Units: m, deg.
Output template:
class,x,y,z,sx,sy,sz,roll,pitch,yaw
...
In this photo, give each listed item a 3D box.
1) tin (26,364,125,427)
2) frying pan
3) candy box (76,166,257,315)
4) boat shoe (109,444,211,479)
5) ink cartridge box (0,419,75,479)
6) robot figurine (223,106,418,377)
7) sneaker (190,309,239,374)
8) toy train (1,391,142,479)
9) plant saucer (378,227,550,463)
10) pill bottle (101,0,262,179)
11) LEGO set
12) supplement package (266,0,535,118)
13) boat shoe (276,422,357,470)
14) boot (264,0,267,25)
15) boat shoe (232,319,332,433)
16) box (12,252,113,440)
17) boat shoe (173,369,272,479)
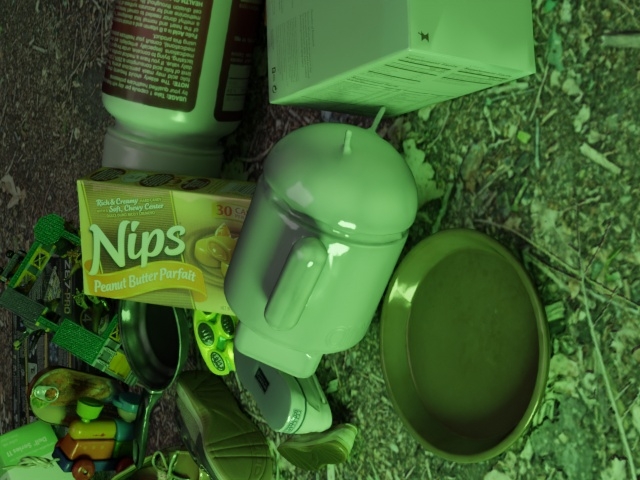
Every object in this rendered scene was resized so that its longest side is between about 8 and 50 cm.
class,x,y,z,sx,sy,sz,roll,pitch,yaw
tin,-0.451,0.294,1.936,0.040,0.189,0.106,10,81,55
frying pan,-0.258,0.208,1.683,0.197,0.053,0.326,-10,89,52
candy box,-0.195,0.002,1.534,0.316,0.087,0.183,7,110,17
boat shoe,-0.262,0.405,1.763,0.285,0.089,0.105,-33,62,47
ink cartridge box,-0.529,0.544,2.004,0.353,0.119,0.207,61,141,12
robot figurine,0.000,0.000,1.327,0.300,0.199,0.353,-67,-1,-63
sneaker,-0.170,0.070,1.670,0.123,0.109,0.296,118,139,-69
toy train,-0.430,0.343,1.861,0.105,0.248,0.143,29,107,50
plant saucer,0.172,0.123,1.247,0.278,0.041,0.278,-4,85,53
pill bottle,-0.217,-0.289,1.627,0.224,0.224,0.392,27,109,50
LEGO set,-0.405,0.114,1.898,0.331,0.192,0.255,16,75,23
supplement package,0.088,-0.274,1.245,0.262,0.198,0.199,-10,80,52
boat shoe,-0.004,0.286,1.471,0.056,0.048,0.153,45,145,-13
boot,0.012,-0.381,1.445,0.295,0.104,0.211,17,107,57
boat shoe,-0.057,0.191,1.508,0.095,0.084,0.258,-60,32,23
box,-0.528,0.222,2.117,0.318,0.097,0.395,-5,85,54
boat shoe,-0.159,0.316,1.630,0.285,0.102,0.092,49,131,46
